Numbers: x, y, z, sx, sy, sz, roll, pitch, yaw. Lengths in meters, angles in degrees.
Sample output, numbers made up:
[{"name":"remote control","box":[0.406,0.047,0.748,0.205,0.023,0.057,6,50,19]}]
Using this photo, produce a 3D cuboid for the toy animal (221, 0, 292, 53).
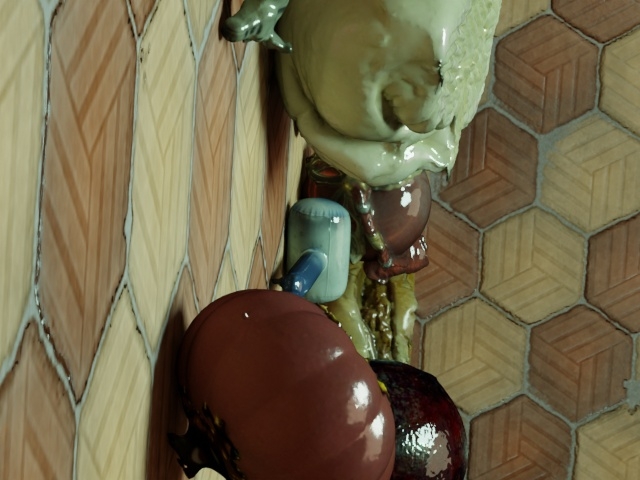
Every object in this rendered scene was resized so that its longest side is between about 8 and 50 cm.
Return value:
[{"name":"toy animal","box":[-0.036,-0.264,1.370,0.176,0.073,0.217,97,-6,-68]}]

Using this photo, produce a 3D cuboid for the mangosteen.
[{"name":"mangosteen","box":[0.044,0.222,1.770,0.216,0.216,0.216,4,90,-85]}]

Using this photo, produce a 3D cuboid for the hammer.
[{"name":"hammer","box":[-0.014,0.026,1.897,0.194,0.069,0.116,-53,147,-73]}]

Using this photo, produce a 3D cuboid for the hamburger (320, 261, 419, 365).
[{"name":"hamburger","box":[0.056,0.156,2.385,0.259,0.145,0.283,-83,172,-79]}]

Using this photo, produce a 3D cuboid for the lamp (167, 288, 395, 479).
[{"name":"lamp","box":[-0.031,0.121,1.247,0.182,0.140,0.182,48,-19,23]}]

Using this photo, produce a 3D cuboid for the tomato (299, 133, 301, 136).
[{"name":"tomato","box":[0.011,-0.187,1.985,0.155,0.069,0.155,4,90,-84]}]

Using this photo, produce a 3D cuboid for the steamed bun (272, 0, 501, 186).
[{"name":"steamed bun","box":[0.056,-0.203,1.733,0.320,0.206,0.275,84,25,-65]}]

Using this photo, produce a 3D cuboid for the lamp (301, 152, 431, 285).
[{"name":"lamp","box":[0.050,-0.053,2.122,0.223,0.151,0.215,97,-15,-66]}]
